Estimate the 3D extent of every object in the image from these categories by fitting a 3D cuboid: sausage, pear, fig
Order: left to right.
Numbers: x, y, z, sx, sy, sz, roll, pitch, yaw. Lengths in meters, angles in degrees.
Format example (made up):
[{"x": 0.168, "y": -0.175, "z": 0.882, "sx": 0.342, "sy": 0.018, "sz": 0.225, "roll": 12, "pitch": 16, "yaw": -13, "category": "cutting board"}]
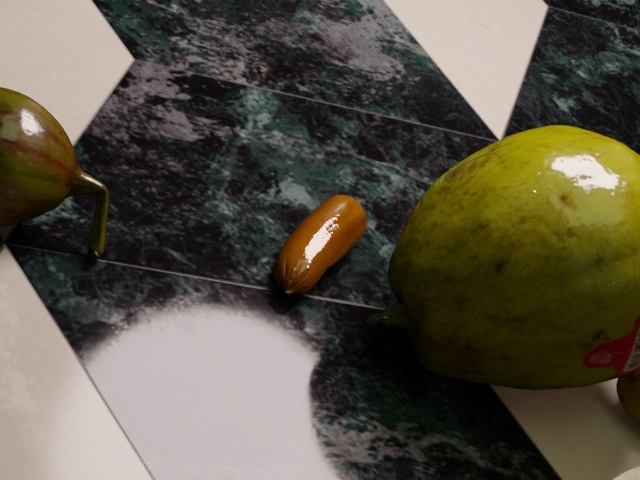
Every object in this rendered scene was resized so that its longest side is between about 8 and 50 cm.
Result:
[{"x": -0.296, "y": -0.076, "z": 1.693, "sx": 0.186, "sy": 0.142, "sz": 0.148, "roll": 6, "pitch": 69, "yaw": -11, "category": "fig"}, {"x": 0.000, "y": 0.000, "z": 1.873, "sx": 0.062, "sy": 0.054, "sz": 0.183, "roll": 15, "pitch": 36, "yaw": 26, "category": "sausage"}, {"x": 0.224, "y": 0.030, "z": 1.825, "sx": 0.375, "sy": 0.287, "sz": 0.287, "roll": -19, "pitch": 56, "yaw": -12, "category": "pear"}]

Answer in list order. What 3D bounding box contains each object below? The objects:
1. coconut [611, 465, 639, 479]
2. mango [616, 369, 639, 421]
[{"x": 0.326, "y": 0.327, "z": 1.572, "sx": 0.237, "sy": 0.266, "sz": 0.237, "roll": 18, "pitch": 49, "yaw": -21, "category": "coconut"}, {"x": 0.421, "y": 0.169, "z": 1.934, "sx": 0.178, "sy": 0.090, "sz": 0.115, "roll": -17, "pitch": 59, "yaw": -38, "category": "mango"}]
